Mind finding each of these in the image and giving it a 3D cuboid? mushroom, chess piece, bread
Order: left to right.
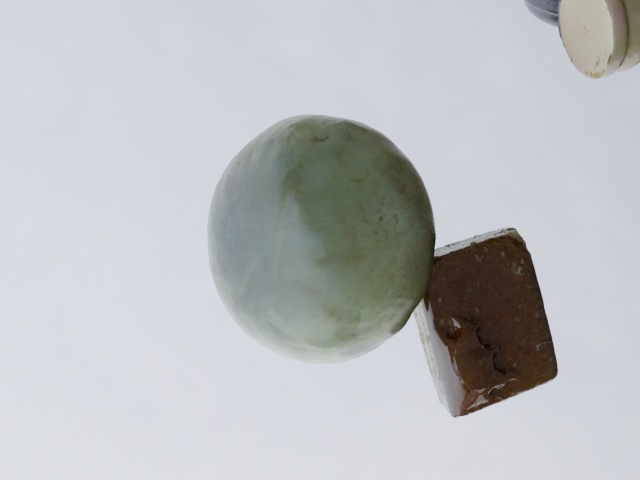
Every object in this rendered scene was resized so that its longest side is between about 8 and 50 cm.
[{"bbox_3d":[0.000,0.000,1.445,0.260,0.352,0.352,-5,-118,-47],"label":"mushroom"},{"bbox_3d":[0.232,0.115,1.527,0.110,0.184,0.234,-168,60,-78],"label":"bread"},{"bbox_3d":[0.475,-0.285,1.216,0.396,0.117,0.117,-15,-116,-14],"label":"chess piece"}]

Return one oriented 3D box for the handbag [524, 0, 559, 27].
[{"bbox_3d":[0.416,-0.382,1.436,0.308,0.253,0.093,-35,-49,-31],"label":"handbag"}]
